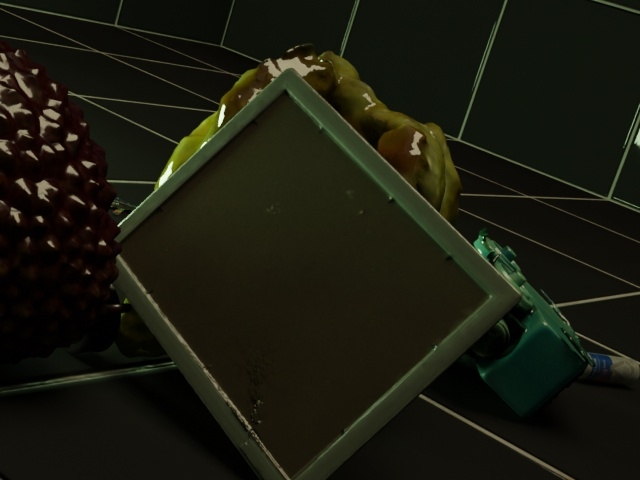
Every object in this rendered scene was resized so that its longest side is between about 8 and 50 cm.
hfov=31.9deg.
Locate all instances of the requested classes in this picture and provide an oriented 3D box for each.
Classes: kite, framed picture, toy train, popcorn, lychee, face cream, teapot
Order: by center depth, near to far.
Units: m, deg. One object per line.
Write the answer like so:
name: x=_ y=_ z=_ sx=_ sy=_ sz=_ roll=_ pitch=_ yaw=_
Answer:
lychee: x=-0.272 y=-0.020 z=0.861 sx=0.271 sy=0.271 sz=0.271 roll=17 pitch=13 yaw=-4
framed picture: x=-0.022 y=0.027 z=0.869 sx=0.296 sy=0.232 sz=0.019 roll=49 pitch=2 yaw=30
teapot: x=-0.200 y=0.062 z=0.944 sx=0.100 sy=0.068 sz=0.045 roll=-11 pitch=-4 yaw=41
popcorn: x=-0.007 y=0.006 z=1.046 sx=0.326 sy=0.321 sz=0.290 roll=56 pitch=15 yaw=7
toy train: x=0.195 y=0.090 z=1.185 sx=0.163 sy=0.112 sz=0.203 roll=45 pitch=13 yaw=-10
face cream: x=0.323 y=0.151 z=1.339 sx=0.130 sy=0.034 sz=0.034 roll=11 pitch=15 yaw=-28
kite: x=-0.258 y=-0.044 z=1.441 sx=0.122 sy=0.004 sz=0.090 roll=14 pitch=13 yaw=-13
